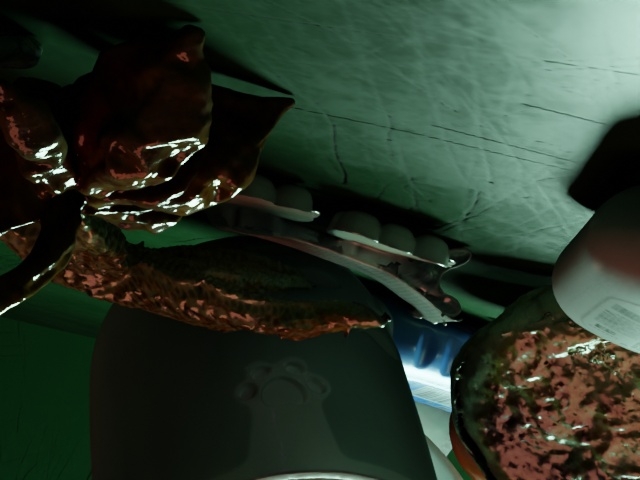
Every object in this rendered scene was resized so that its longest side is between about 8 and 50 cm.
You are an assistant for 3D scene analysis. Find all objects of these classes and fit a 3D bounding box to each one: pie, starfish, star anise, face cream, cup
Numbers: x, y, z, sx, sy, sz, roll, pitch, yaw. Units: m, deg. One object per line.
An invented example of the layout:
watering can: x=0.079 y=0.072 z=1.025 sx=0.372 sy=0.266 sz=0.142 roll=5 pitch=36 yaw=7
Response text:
pie: x=0.207 y=0.129 z=1.204 sx=0.240 sy=0.054 sz=0.240 roll=14 pitch=127 yaw=19
starfish: x=-0.143 y=0.000 z=1.133 sx=0.347 sy=0.078 sz=0.358 roll=20 pitch=178 yaw=-28
star anise: x=-0.118 y=-0.041 z=0.807 sx=0.212 sy=0.111 sz=0.196 roll=-19 pitch=-170 yaw=8
face cream: x=0.192 y=0.015 z=0.801 sx=0.144 sy=0.071 sz=0.291 roll=13 pitch=172 yaw=5
face cream: x=0.067 y=0.098 z=1.532 sx=0.264 sy=0.083 sz=0.149 roll=20 pitch=169 yaw=-38
cup: x=-0.009 y=0.173 z=1.304 sx=0.357 sy=0.274 sz=0.259 roll=23 pitch=124 yaw=-31

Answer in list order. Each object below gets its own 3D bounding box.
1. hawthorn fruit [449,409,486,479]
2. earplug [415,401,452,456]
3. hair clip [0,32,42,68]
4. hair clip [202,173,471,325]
hawthorn fruit: x=0.192 y=0.150 z=1.364 sx=0.189 sy=0.189 sz=0.189 roll=14 pitch=172 yaw=2
earplug: x=-0.013 y=0.136 z=1.716 sx=0.301 sy=0.172 sz=0.172 roll=27 pitch=166 yaw=-37
hair clip: x=-0.247 y=-0.113 z=0.801 sx=0.229 sy=0.036 sz=0.066 roll=16 pitch=178 yaw=-16
hair clip: x=0.000 y=0.000 z=1.117 sx=0.220 sy=0.054 sz=0.140 roll=19 pitch=175 yaw=-18
